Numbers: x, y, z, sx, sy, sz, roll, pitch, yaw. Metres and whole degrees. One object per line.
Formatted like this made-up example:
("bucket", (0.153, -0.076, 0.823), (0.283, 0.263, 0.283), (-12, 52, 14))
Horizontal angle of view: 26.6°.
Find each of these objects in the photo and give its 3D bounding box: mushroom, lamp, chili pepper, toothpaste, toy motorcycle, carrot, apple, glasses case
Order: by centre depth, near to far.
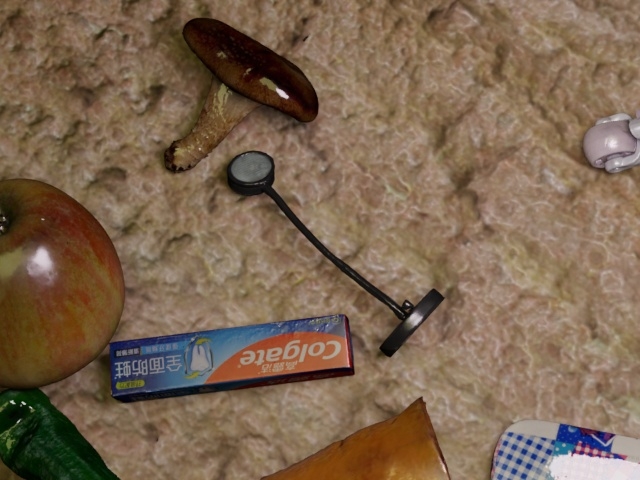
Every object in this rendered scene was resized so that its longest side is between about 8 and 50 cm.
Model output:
("carrot", (0.037, 0.323, 1.659), (0.254, 0.196, 0.196), (-18, 73, 2))
("glasses case", (0.375, 0.305, 1.675), (0.327, 0.076, 0.125), (11, 75, 10))
("apple", (-0.384, 0.052, 1.751), (0.256, 0.234, 0.257), (-3, 49, 4))
("chili pepper", (-0.350, 0.276, 1.754), (0.270, 0.136, 0.099), (35, 106, 23))
("toy motorcycle", (0.472, -0.148, 1.773), (0.254, 0.112, 0.112), (-12, 73, 3))
("toothpaste", (-0.117, 0.157, 1.789), (0.320, 0.066, 0.076), (-8, 74, 6))
("lamp", (0.003, 0.025, 1.815), (0.371, 0.108, 0.130), (32, 60, 25))
("mushroom", (-0.129, -0.172, 1.866), (0.227, 0.148, 0.218), (36, 100, 25))
